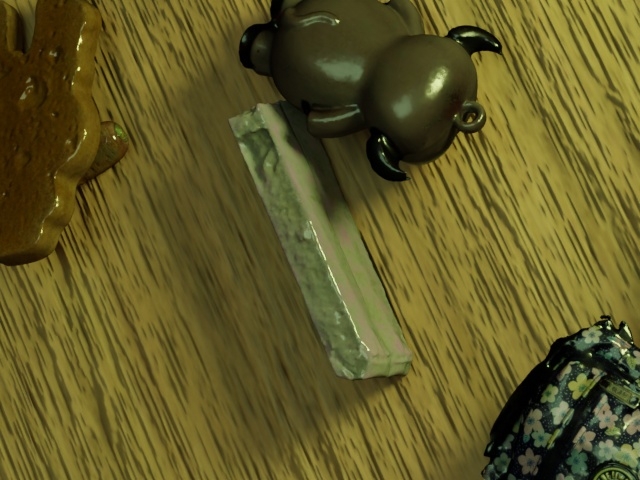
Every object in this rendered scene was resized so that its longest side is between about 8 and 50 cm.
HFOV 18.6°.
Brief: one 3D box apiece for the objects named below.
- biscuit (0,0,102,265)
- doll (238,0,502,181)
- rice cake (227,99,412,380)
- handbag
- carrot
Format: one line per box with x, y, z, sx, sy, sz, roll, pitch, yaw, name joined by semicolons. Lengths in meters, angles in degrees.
-0.299;-0.117;1.987;0.186;0.044;0.295;-9;69;33;biscuit
0.047;-0.157;1.859;0.257;0.117;0.182;28;74;21;doll
-0.001;-0.001;1.873;0.050;0.106;0.298;-29;76;23;rice cake
0.259;0.198;1.756;0.208;0.127;0.228;33;104;18;handbag
-0.277;-0.060;2.006;0.191;0.047;0.047;-33;75;17;carrot
